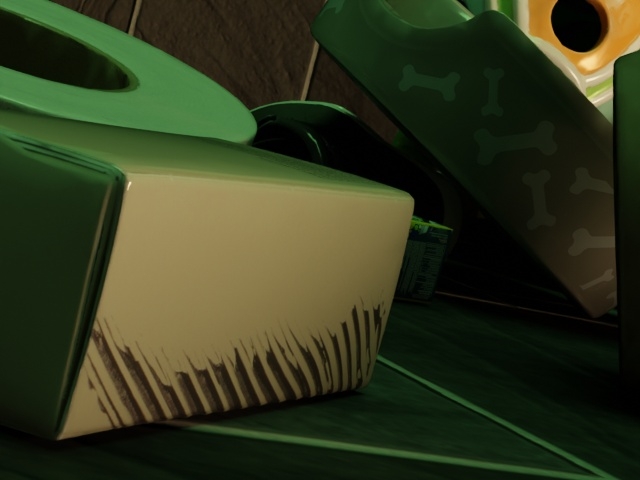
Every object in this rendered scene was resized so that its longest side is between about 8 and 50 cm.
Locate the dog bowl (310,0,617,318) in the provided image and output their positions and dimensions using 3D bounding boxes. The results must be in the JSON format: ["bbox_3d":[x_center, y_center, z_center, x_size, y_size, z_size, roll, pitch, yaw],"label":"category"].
[{"bbox_3d":[0.131,-0.082,1.400,0.349,0.102,0.349,45,4,-4],"label":"dog bowl"}]

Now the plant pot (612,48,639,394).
[{"bbox_3d":[0.303,-0.010,1.030,0.280,0.323,0.323,-2,4,8],"label":"plant pot"}]

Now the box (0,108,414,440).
[{"bbox_3d":[-0.065,0.008,0.727,0.113,0.094,0.275,17,6,23],"label":"box"}]

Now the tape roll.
[{"bbox_3d":[-0.235,-0.115,1.303,0.392,0.072,0.392,20,14,-5],"label":"tape roll"}]

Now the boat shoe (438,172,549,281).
[{"bbox_3d":[0.203,-0.008,1.603,0.257,0.095,0.095,17,0,27],"label":"boat shoe"}]

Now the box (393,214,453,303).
[{"bbox_3d":[0.000,0.000,1.181,0.169,0.054,0.059,10,7,-41],"label":"box"}]

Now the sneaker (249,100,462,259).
[{"bbox_3d":[-0.030,-0.063,1.457,0.147,0.104,0.296,17,7,-37],"label":"sneaker"}]

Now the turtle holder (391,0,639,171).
[{"bbox_3d":[0.153,-0.167,1.703,0.320,0.243,0.227,-16,31,24],"label":"turtle holder"}]
